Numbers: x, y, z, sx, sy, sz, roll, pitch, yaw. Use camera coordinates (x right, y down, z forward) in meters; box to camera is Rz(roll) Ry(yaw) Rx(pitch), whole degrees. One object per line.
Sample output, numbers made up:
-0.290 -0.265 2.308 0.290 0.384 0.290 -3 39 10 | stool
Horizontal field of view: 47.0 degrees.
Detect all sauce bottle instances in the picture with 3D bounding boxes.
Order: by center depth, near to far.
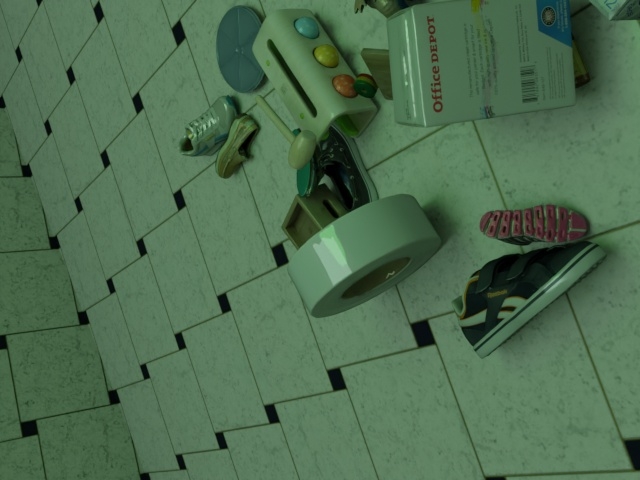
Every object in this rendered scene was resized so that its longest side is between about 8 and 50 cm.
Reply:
0.371 -0.295 1.123 0.042 0.042 0.128 -27 78 50 | sauce bottle

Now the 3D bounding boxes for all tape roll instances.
0.081 0.033 1.382 0.100 0.286 0.286 60 139 16 | tape roll

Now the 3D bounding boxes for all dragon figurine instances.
0.128 -0.462 1.314 0.085 0.144 0.289 -25 68 44 | dragon figurine

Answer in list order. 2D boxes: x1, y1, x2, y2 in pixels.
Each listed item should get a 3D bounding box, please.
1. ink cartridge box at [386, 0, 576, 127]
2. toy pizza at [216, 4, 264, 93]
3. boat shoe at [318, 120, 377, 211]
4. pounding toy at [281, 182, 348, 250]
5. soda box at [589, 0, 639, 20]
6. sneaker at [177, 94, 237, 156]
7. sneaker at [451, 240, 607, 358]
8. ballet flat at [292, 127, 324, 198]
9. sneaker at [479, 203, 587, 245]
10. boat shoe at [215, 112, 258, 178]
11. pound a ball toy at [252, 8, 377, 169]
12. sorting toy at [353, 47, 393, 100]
0.233 -0.270 1.105 0.168 0.232 0.171 -131 34 -77 | ink cartridge box
-0.181 -0.450 1.736 0.201 0.032 0.202 17 114 46 | toy pizza
0.036 -0.156 1.538 0.080 0.076 0.229 -38 72 48 | boat shoe
0.004 0.010 1.626 0.181 0.094 0.206 53 146 18 | pounding toy
0.367 -0.437 1.037 0.286 0.098 0.091 57 137 22 | soda box
-0.285 -0.283 1.867 0.228 0.092 0.088 -44 67 46 | sneaker
0.326 0.076 1.228 0.127 0.126 0.321 54 138 16 | sneaker
-0.020 -0.164 1.575 0.070 0.070 0.189 -49 40 46 | ballet flat
0.355 -0.024 1.219 0.170 0.074 0.063 0 84 28 | sneaker
-0.204 -0.219 1.817 0.072 0.068 0.190 42 131 19 | boat shoe
-0.026 -0.312 1.458 0.319 0.208 0.136 59 139 19 | pound a ball toy
0.165 -0.301 1.305 0.274 0.132 0.046 15 69 35 | sorting toy
